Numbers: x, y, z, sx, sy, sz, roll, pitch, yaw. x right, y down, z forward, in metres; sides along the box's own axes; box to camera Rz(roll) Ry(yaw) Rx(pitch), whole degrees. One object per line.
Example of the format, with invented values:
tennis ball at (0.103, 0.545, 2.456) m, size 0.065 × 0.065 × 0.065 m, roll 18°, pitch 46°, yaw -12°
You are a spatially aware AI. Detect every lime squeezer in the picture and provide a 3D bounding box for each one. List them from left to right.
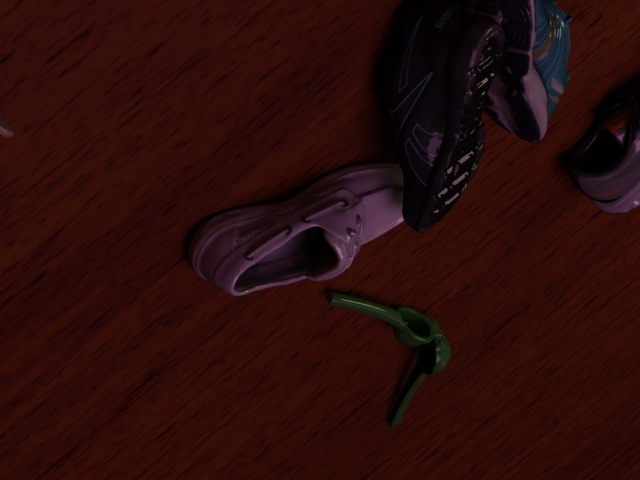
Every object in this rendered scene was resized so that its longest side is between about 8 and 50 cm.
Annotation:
lime squeezer at (0.095, 0.122, 2.093) m, size 0.110 × 0.059 × 0.310 m, roll -12°, pitch 145°, yaw 11°

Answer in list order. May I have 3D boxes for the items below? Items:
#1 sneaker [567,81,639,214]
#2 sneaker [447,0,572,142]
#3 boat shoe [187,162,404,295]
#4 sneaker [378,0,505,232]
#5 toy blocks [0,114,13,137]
sneaker at (0.397, -0.149, 2.037) m, size 0.108 × 0.100 × 0.271 m, roll 25°, pitch 109°, yaw -45°
sneaker at (0.206, -0.221, 1.821) m, size 0.110 × 0.107 × 0.275 m, roll -52°, pitch 151°, yaw -19°
boat shoe at (0.000, 0.000, 1.836) m, size 0.277 × 0.096 × 0.098 m, roll -21°, pitch 135°, yaw -26°
sneaker at (0.116, -0.130, 1.803) m, size 0.101 × 0.106 × 0.267 m, roll -39°, pitch 149°, yaw -47°
toy blocks at (-0.353, -0.071, 1.493) m, size 0.148 × 0.054 × 0.123 m, roll -46°, pitch 142°, yaw 6°
